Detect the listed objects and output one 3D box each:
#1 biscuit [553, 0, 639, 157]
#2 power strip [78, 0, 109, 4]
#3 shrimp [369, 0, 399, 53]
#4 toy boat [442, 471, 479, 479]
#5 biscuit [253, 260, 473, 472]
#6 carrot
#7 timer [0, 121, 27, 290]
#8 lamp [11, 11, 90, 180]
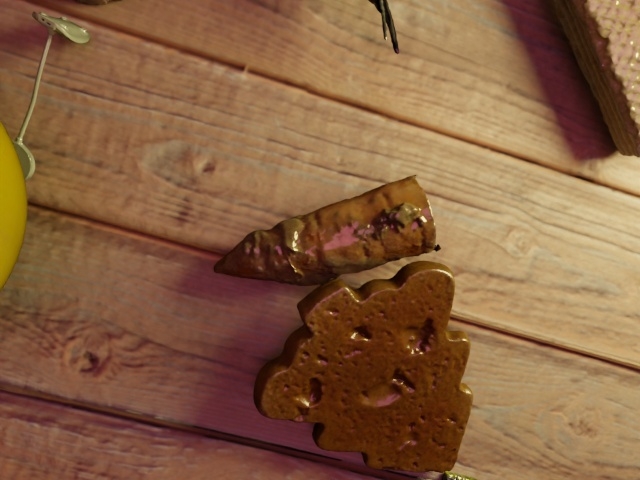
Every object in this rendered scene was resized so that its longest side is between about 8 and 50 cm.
[{"bbox_3d":[0.347,-0.315,0.501,0.144,0.078,0.426,-24,96,18],"label":"biscuit"},{"bbox_3d":[-0.257,-0.349,0.461,0.154,0.078,0.154,0,94,-4],"label":"power strip"},{"bbox_3d":[0.037,-0.384,0.437,0.137,0.172,0.372,-26,79,21],"label":"shrimp"},{"bbox_3d":[0.176,0.368,0.568,0.063,0.016,0.115,19,92,-6],"label":"toy boat"},{"bbox_3d":[0.075,0.177,0.524,0.278,0.043,0.301,-31,106,1],"label":"biscuit"},{"bbox_3d":[0.000,0.000,0.505,0.263,0.102,0.101,-14,94,0],"label":"carrot"},{"bbox_3d":[-0.454,-0.067,0.333,0.376,0.376,0.387,-34,81,-3],"label":"timer"},{"bbox_3d":[-0.325,-0.159,0.494,0.050,0.056,0.198,25,101,-7],"label":"lamp"}]
